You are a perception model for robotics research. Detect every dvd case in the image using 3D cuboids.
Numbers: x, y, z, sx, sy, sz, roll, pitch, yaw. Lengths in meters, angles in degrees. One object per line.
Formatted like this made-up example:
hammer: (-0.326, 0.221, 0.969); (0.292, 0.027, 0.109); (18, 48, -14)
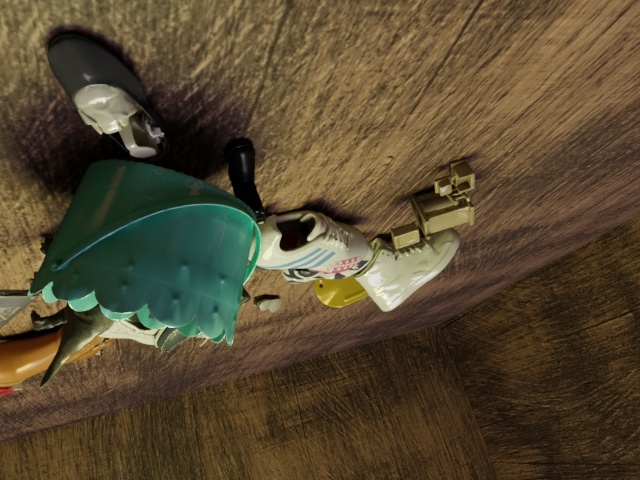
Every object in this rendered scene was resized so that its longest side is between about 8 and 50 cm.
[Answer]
dvd case: (-0.680, 0.146, 1.060); (0.221, 0.018, 0.164); (-30, 158, 32)

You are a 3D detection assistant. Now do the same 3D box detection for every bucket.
bucket: (-0.221, 0.024, 0.739); (0.281, 0.183, 0.281); (12, 166, 3)

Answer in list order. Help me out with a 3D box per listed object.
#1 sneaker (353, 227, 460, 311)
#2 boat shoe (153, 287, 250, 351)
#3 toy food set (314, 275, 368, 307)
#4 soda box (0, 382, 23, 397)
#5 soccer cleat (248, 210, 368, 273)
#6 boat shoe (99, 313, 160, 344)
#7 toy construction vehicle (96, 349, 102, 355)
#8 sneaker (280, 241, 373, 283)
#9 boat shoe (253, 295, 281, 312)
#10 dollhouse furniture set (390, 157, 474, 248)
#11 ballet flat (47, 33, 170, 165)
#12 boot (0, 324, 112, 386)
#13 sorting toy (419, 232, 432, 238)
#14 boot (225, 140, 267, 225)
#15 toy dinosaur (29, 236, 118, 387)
sneaker: (0.221, 0.036, 1.432); (0.292, 0.169, 0.108); (-44, -155, 0)
boat shoe: (-0.287, 0.194, 1.340); (0.254, 0.079, 0.095); (-37, 161, -19)
toy food set: (0.082, 0.103, 1.520); (0.217, 0.128, 0.071); (-20, -177, -11)
soda box: (-0.925, 0.395, 1.435); (0.263, 0.084, 0.092); (-23, 162, 12)
soccer cleat: (0.000, 0.000, 1.136); (0.331, 0.116, 0.143); (-4, 151, -41)
boat shoe: (-0.413, 0.191, 1.314); (0.096, 0.098, 0.277); (-27, 158, 27)
toy construction vehicle: (-0.648, 0.296, 1.507); (0.085, 0.035, 0.098); (1, 153, -20)
sneaker: (0.020, 0.039, 1.296); (0.234, 0.094, 0.153); (-6, 169, -5)
boat shoe: (-0.160, 0.191, 1.650); (0.125, 0.038, 0.046); (11, 105, -65)
dollhouse furniture set: (0.225, -0.094, 1.173); (0.181, 0.101, 0.161); (-17, 137, -2)
ballet flat: (-0.220, -0.139, 0.601); (0.074, 0.074, 0.203); (-19, 161, 2)
boot: (-0.613, 0.247, 1.263); (0.220, 0.109, 0.283); (-27, 162, 27)
sorting toy: (0.306, 0.002, 1.545); (0.061, 0.042, 0.102); (-21, 162, 7)
boot: (-0.111, -0.080, 0.824); (0.045, 0.099, 0.121); (-14, 161, -17)
toy dinosaur: (-0.365, 0.074, 0.867); (0.160, 0.314, 0.121); (2, 136, 8)
